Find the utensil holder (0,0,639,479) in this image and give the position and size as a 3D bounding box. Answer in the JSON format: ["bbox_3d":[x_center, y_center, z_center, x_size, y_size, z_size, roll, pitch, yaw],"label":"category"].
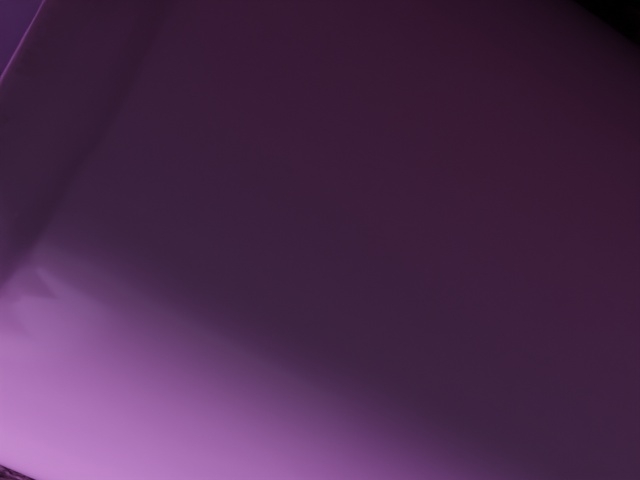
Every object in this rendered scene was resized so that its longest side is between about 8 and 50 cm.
[{"bbox_3d":[0.000,0.000,0.722,0.385,0.327,0.327,30,156,-22],"label":"utensil holder"}]
